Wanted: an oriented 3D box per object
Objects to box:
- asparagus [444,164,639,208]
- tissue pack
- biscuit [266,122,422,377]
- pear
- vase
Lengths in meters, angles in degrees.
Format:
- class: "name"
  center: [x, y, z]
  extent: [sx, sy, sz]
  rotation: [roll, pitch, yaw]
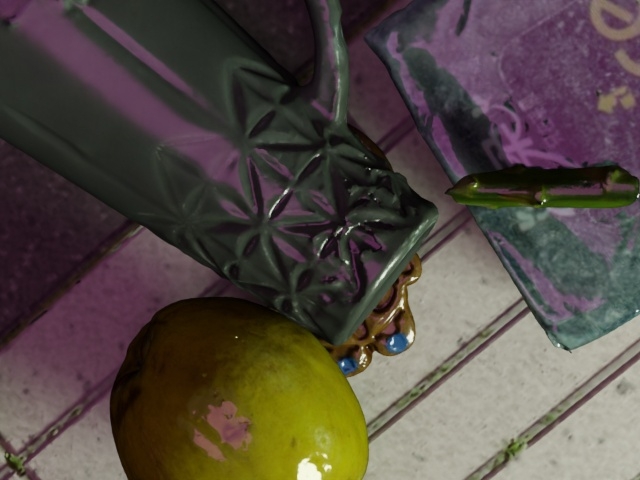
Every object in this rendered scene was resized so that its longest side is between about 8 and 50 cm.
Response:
- class: "asparagus"
  center: [0.124, -0.030, 1.048]
  extent: [0.108, 0.021, 0.025]
  rotation: [-1, 96, 7]
- class: "tissue pack"
  center: [0.216, -0.110, 1.086]
  extent: [0.315, 0.103, 0.228]
  rotation: [-33, 92, 12]
- class: "biscuit"
  center: [0.000, 0.000, 1.175]
  extent: [0.124, 0.026, 0.175]
  rotation: [-27, 93, 12]
- class: "pear"
  center: [-0.053, 0.113, 1.134]
  extent: [0.162, 0.149, 0.149]
  rotation: [43, 102, -11]
- class: "vase"
  center: [-0.070, -0.076, 1.099]
  extent: [0.301, 0.156, 0.251]
  rotation: [38, 109, 5]
